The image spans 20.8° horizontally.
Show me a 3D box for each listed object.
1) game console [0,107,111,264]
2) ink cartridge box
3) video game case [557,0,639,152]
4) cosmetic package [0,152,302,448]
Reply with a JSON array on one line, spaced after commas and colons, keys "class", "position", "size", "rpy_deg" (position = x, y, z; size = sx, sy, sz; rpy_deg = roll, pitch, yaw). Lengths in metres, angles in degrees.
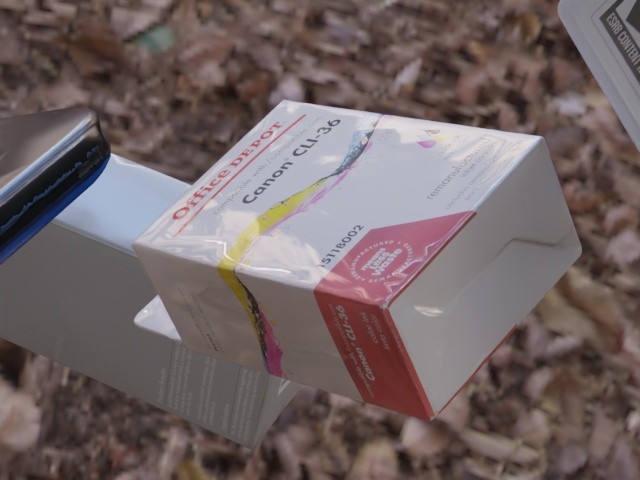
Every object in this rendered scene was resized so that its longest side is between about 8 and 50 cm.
[{"class": "game console", "position": [-0.263, -0.030, 0.562], "size": [0.293, 0.173, 0.250], "rpy_deg": [-5, 26, 31]}, {"class": "ink cartridge box", "position": [0.000, 0.000, 0.778], "size": [0.198, 0.067, 0.115], "rpy_deg": [11, 46, 44]}, {"class": "video game case", "position": [0.264, -0.060, 0.640], "size": [0.036, 0.300, 0.329], "rpy_deg": [3, 52, -44]}, {"class": "cosmetic package", "position": [-0.121, 0.029, 1.197], "size": [0.238, 0.127, 0.107], "rpy_deg": [26, 38, 14]}]
